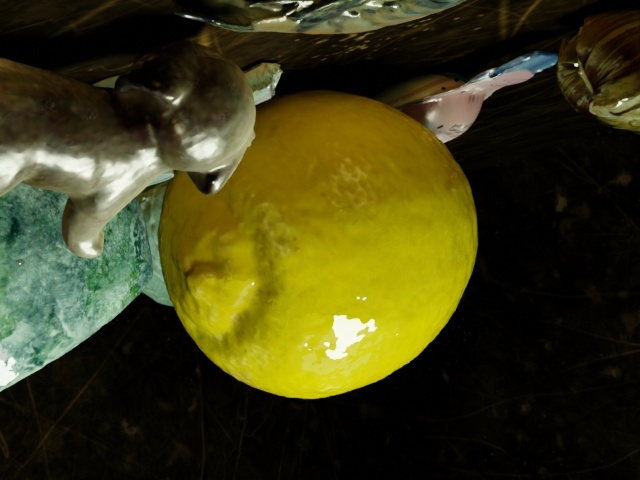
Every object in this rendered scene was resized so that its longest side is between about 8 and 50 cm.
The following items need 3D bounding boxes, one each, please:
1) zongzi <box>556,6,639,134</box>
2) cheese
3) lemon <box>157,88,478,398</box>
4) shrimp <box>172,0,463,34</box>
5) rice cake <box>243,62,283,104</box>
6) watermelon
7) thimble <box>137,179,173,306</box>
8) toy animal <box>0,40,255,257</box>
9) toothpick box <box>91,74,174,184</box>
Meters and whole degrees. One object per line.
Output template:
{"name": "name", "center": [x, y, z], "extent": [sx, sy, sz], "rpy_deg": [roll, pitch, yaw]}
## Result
{"name": "zongzi", "center": [0.414, -0.219, 0.984], "extent": [0.288, 0.134, 0.286], "rpy_deg": [-32, 165, 33]}
{"name": "cheese", "center": [0.148, -0.162, 1.099], "extent": [0.286, 0.074, 0.189], "rpy_deg": [-21, 176, 40]}
{"name": "lemon", "center": [0.000, 0.000, 0.990], "extent": [0.348, 0.348, 0.348], "rpy_deg": [-15, 178, 0]}
{"name": "shrimp", "center": [0.019, -0.156, 0.532], "extent": [0.198, 0.051, 0.262], "rpy_deg": [-14, -179, -17]}
{"name": "rice cake", "center": [-0.111, -0.121, 0.873], "extent": [0.208, 0.033, 0.033], "rpy_deg": [-17, 167, 41]}
{"name": "watermelon", "center": [-0.355, 0.026, 0.855], "extent": [0.258, 0.228, 0.387], "rpy_deg": [-4, -164, 47]}
{"name": "thimble", "center": [-0.182, -0.010, 1.328], "extent": [0.143, 0.198, 0.235], "rpy_deg": [-13, 151, 34]}
{"name": "toy animal", "center": [-0.165, -0.075, 0.629], "extent": [0.233, 0.121, 0.169], "rpy_deg": [-1, 153, -41]}
{"name": "toothpick box", "center": [-0.152, -0.086, 0.748], "extent": [0.052, 0.083, 0.052], "rpy_deg": [-14, 178, 0]}
